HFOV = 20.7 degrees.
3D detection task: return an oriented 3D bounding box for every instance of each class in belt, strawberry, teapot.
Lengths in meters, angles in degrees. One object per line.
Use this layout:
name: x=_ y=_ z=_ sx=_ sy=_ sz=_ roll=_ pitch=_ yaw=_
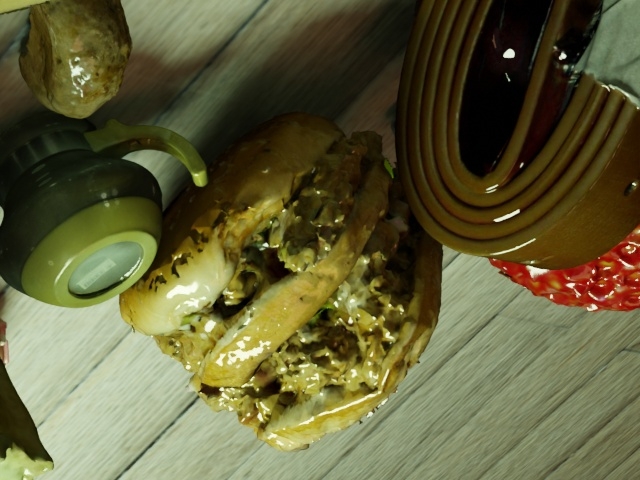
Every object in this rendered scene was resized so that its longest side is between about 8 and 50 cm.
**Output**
belt: x=0.184 y=-0.145 z=1.312 sx=0.122 sy=0.217 sz=0.338 roll=11 pitch=103 yaw=-53
strawberry: x=0.237 y=-0.032 z=1.646 sx=0.178 sy=0.234 sz=0.234 roll=-7 pitch=152 yaw=7
teapot: x=-0.166 y=-0.031 z=1.260 sx=0.166 sy=0.119 sz=0.130 roll=-29 pitch=154 yaw=-12

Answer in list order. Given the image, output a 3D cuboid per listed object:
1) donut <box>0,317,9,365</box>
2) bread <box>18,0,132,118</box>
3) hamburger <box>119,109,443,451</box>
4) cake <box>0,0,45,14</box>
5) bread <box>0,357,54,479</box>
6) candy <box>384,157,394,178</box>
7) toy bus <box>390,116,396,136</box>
donut: x=-0.298 y=0.105 z=1.392 sx=0.117 sy=0.065 sz=0.166 roll=-4 pitch=142 yaw=-42
bread: x=-0.159 y=-0.129 z=1.157 sx=0.060 sy=0.082 sz=0.113 roll=-20 pitch=152 yaw=-29
hamburger: x=-0.021 y=0.022 z=1.361 sx=0.245 sy=0.211 sz=0.260 roll=-54 pitch=-167 yaw=-10
cake: x=-0.187 y=-0.173 z=1.079 sx=0.121 sy=0.052 sz=0.065 roll=-14 pitch=143 yaw=-25
bread: x=-0.312 y=0.102 z=1.180 sx=0.196 sy=0.252 sz=0.238 roll=-9 pitch=146 yaw=-36
candy: x=0.001 y=0.001 z=1.571 sx=0.178 sy=0.032 sz=0.102 roll=-34 pitch=152 yaw=0
toy bus: x=0.224 y=-0.147 z=1.506 sx=0.330 sy=0.109 sz=0.136 roll=-35 pitch=163 yaw=5
